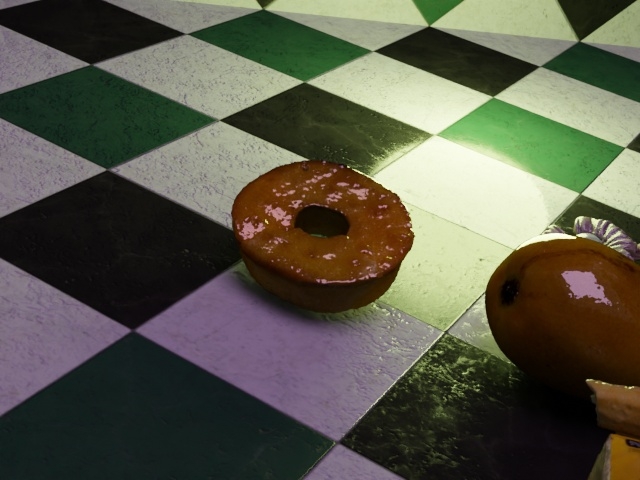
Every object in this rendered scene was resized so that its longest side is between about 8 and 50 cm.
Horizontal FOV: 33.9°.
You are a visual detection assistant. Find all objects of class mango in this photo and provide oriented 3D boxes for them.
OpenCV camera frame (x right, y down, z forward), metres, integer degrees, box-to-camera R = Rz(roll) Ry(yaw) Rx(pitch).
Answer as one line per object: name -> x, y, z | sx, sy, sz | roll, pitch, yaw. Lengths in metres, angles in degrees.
mango -> 0.434, 0.132, 1.587 | 0.378, 0.221, 0.264 | 21, 26, -2

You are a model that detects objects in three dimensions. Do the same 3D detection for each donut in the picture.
donut -> 0.000, 0.000, 1.720 | 0.302, 0.110, 0.303 | 3, 42, -3

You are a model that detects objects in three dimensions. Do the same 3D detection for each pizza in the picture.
pizza -> 0.438, 0.218, 1.231 | 0.279, 0.075, 0.288 | 14, -8, 10

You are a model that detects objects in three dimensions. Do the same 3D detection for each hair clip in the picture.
hair clip -> 0.563, 0.017, 1.975 | 0.300, 0.069, 0.173 | 0, 32, -21

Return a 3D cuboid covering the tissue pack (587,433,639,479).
tissue pack -> 0.448, 0.403, 1.075 | 0.381, 0.228, 0.293 | 15, 43, 6
